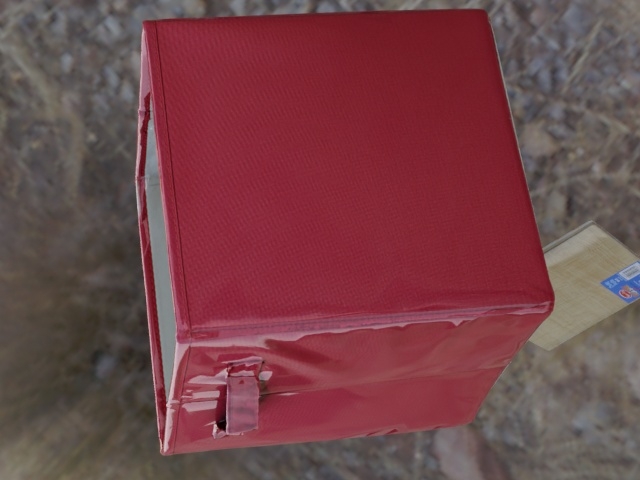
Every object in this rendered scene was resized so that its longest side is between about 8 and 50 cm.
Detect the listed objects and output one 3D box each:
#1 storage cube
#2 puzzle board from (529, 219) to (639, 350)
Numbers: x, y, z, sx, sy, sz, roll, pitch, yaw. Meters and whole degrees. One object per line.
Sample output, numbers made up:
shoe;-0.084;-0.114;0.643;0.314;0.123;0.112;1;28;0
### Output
storage cube;0.000;0.000;0.790;0.183;0.193;0.215;107;156;-62
puzzle board;0.158;0.030;0.903;0.096;0.011;0.128;-33;147;21
